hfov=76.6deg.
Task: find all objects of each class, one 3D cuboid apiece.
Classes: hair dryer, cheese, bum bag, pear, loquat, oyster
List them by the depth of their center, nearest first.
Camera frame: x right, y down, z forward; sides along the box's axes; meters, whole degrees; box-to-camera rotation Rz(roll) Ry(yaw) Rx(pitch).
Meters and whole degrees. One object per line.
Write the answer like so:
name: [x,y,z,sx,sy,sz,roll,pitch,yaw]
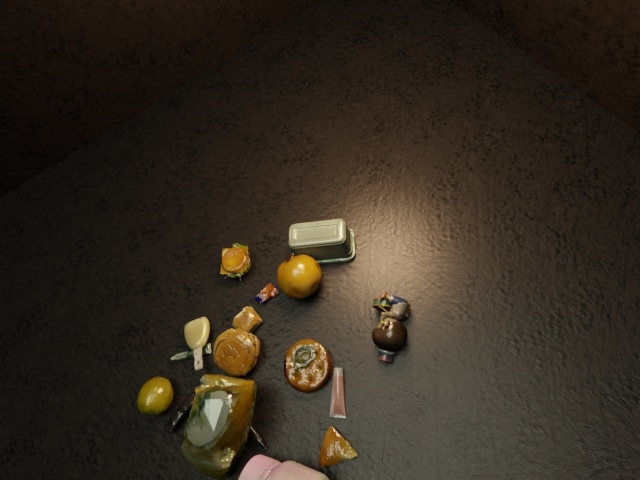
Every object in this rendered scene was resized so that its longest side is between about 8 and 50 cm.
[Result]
hair dryer: [-0.297,0.766,1.713,0.255,0.070,0.128,40,79,20]
oyster: [-0.071,0.493,1.722,0.100,0.037,0.098,-5,82,-7]
bum bag: [-0.617,0.764,1.795,0.197,0.049,0.087,-51,22,-11]
pear: [-0.735,0.696,1.810,0.149,0.148,0.162,-3,46,14]
loquat: [-0.096,0.161,1.858,0.208,0.208,0.208,-6,64,12]
cheese: [-0.572,0.484,1.893,0.127,0.054,0.251,-23,50,5]

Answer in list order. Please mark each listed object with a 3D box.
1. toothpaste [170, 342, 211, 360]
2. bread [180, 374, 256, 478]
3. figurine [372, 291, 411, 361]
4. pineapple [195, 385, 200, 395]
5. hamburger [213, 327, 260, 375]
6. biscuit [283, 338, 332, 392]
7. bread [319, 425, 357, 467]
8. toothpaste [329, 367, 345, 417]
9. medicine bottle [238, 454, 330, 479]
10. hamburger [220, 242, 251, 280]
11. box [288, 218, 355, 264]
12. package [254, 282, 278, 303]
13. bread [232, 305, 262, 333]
toothpaste: [-0.612,0.535,1.917,0.204,0.031,0.049,-17,63,5]
bread: [-0.405,0.728,1.571,0.239,0.264,0.395,11,72,3]
figurine: [0.286,0.364,1.698,0.158,0.161,0.275,-9,59,37]
pineapple: [-0.513,0.707,1.795,0.137,0.069,0.116,32,82,35]
hamburger: [-0.377,0.496,1.811,0.214,0.108,0.213,0,89,15]
biscuit: [-0.057,0.540,1.746,0.221,0.066,0.220,-6,64,13]
bread: [0.058,0.803,1.599,0.154,0.054,0.136,-17,59,4]
toothpaste: [0.074,0.630,1.685,0.067,0.043,0.194,-1,71,12]
medicine bottle: [-0.135,0.935,1.477,0.302,0.241,0.241,7,67,27]
hamburger: [-0.420,0.107,2.034,0.164,0.093,0.189,4,68,14]
box: [0.000,0.000,1.924,0.312,0.182,0.175,-6,64,12]
package: [-0.261,0.261,1.954,0.111,0.033,0.077,-40,37,-21]
bread: [-0.345,0.377,1.891,0.125,0.082,0.106,-44,58,-11]
